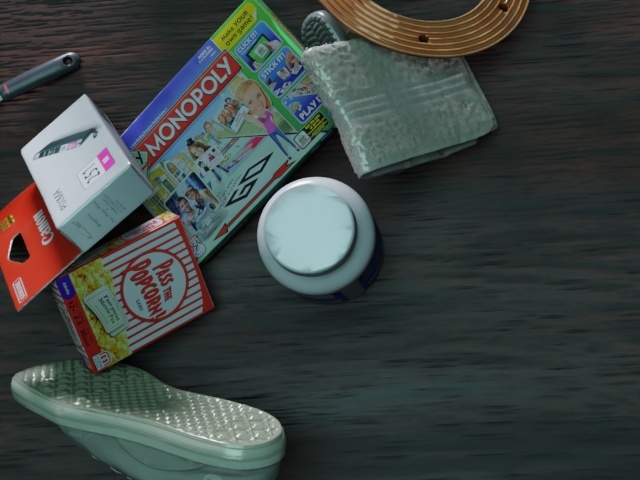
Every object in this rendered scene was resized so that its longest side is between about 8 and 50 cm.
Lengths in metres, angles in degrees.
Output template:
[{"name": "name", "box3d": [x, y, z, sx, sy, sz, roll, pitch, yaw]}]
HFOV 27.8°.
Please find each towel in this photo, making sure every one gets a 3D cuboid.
[{"name": "towel", "box3d": [0.109, -0.192, 1.723, 0.049, 0.282, 0.187, -36, 76, 46]}]

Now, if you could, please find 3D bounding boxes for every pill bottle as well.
[{"name": "pill bottle", "box3d": [0.000, 0.000, 1.679, 0.152, 0.272, 0.152, -1, 82, 6]}]

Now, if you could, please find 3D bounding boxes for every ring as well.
[{"name": "ring", "box3d": [0.126, -0.380, 1.769, 0.337, 0.032, 0.336, 6, 60, -11]}]

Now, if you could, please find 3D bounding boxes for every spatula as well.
[{"name": "spatula", "box3d": [-0.483, -0.201, 1.883, 0.296, 0.030, 0.084, -26, 82, 2]}]

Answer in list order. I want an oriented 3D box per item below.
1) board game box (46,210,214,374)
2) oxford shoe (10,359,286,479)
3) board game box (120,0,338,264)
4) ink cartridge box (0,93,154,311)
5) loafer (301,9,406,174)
[{"name": "board game box", "box3d": [-0.255, 0.069, 1.743, 0.193, 0.045, 0.146, -30, 114, -24]}, {"name": "oxford shoe", "box3d": [-0.237, 0.254, 1.681, 0.449, 0.169, 0.130, 14, 112, 33]}, {"name": "board game box", "box3d": [-0.127, -0.150, 1.788, 0.317, 0.046, 0.213, -45, 80, 15]}, {"name": "ink cartridge box", "box3d": [-0.362, -0.059, 1.750, 0.239, 0.275, 0.060, -41, 124, 0]}, {"name": "loafer", "box3d": [0.069, -0.212, 1.787, 0.087, 0.094, 0.251, -29, 95, -38]}]
